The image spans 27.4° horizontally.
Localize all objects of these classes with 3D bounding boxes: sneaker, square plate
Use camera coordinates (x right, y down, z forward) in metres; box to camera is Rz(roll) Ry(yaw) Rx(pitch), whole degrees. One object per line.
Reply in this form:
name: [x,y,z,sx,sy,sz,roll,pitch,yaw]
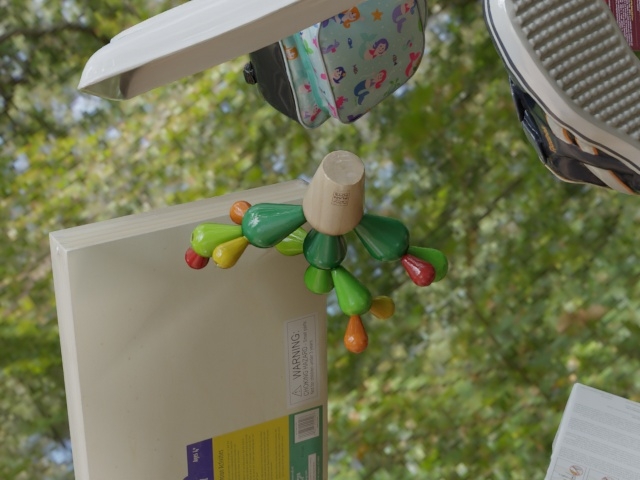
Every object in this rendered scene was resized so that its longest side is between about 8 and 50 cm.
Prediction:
sneaker: [0.233,-0.136,1.221,0.127,0.321,0.126,-5,55,51]
square plate: [-0.082,-0.236,1.402,0.347,0.049,0.344,-23,4,0]

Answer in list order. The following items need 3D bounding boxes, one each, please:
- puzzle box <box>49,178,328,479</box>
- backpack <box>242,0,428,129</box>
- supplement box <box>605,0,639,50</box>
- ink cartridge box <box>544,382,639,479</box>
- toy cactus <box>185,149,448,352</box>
puzzle box: [-0.121,0.156,1.326,0.272,0.052,0.409,-13,-63,-27]
backpack: [0.034,-0.296,1.762,0.253,0.191,0.225,-40,-42,-24]
supplement box: [0.523,-0.414,2.339,0.073,0.239,0.130,-28,-60,-37]
ink cartridge box: [0.394,0.305,1.723,0.066,0.189,0.232,95,-162,-44]
toy cactus: [0.000,0.000,1.065,0.180,0.219,0.112,103,-177,-56]
